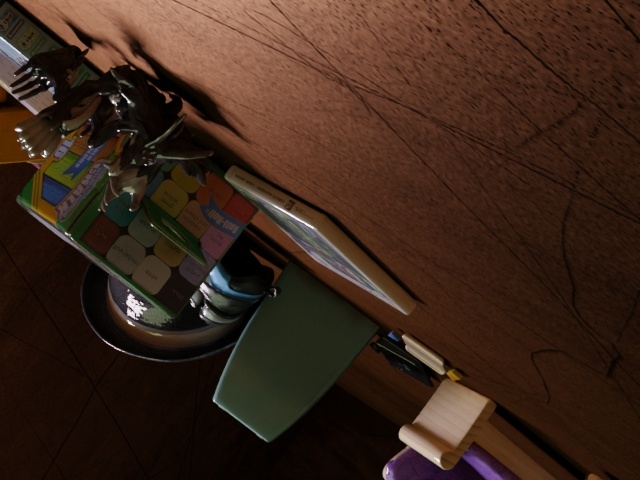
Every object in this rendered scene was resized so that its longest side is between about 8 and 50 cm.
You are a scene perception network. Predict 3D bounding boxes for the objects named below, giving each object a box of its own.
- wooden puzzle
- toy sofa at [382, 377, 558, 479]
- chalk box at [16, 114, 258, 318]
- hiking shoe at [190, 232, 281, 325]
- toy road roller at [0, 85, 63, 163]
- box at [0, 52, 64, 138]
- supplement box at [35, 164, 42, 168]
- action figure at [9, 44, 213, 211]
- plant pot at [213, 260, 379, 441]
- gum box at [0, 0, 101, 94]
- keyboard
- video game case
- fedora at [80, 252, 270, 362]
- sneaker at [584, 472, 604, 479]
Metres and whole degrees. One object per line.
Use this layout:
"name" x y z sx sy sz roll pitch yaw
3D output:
"wooden puzzle" 0.142 0.152 1.878 0.116 0.014 0.078 36 169 9
"toy sofa" 0.278 0.376 2.010 0.362 0.177 0.150 40 173 -21
"chalk box" -0.209 -0.041 1.670 0.180 0.179 0.289 42 171 -30
"hiking shoe" -0.181 -0.026 2.031 0.132 0.113 0.304 -33 98 36
"toy road roller" -0.543 -0.245 2.126 0.329 0.241 0.202 -4 -160 -35
"box" -0.389 -0.216 1.863 0.063 0.067 0.324 33 173 37
"supplement box" -0.433 -0.150 2.382 0.081 0.104 0.188 31 171 45
"action figure" -0.212 -0.107 1.393 0.164 0.141 0.275 46 172 -34
"plant pot" -0.049 0.180 2.100 0.165 0.234 0.166 36 173 5
"gum box" -0.342 -0.225 1.661 0.184 0.041 0.157 38 174 -18
"keyboard" 0.121 0.177 2.125 0.108 0.023 0.180 28 170 17
"video game case" 0.000 0.000 1.521 0.173 0.022 0.190 29 170 47
"fedora" -0.239 0.038 2.231 0.334 0.334 0.153 32 142 35
"sneaker" 0.388 0.360 1.810 0.077 0.072 0.178 21 172 30
